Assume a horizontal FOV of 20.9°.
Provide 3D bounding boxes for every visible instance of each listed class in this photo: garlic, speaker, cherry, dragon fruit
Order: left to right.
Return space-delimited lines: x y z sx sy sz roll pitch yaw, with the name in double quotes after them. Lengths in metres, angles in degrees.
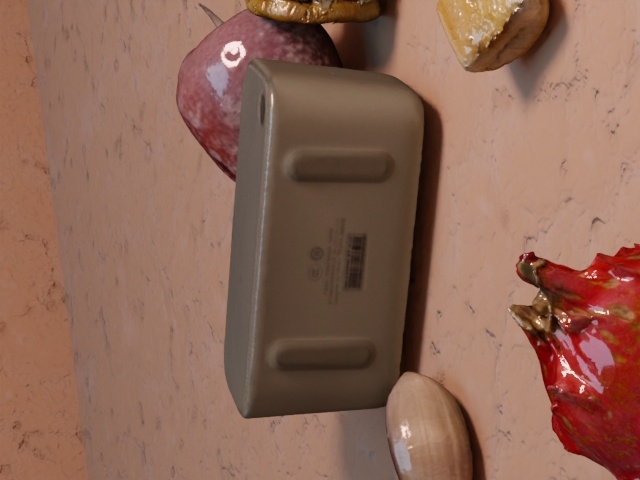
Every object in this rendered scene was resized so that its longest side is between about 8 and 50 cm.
-0.070 -0.186 2.162 0.285 0.213 0.236 59 -175 10 "cherry"
0.000 0.000 2.013 0.183 0.184 0.406 -128 41 -69 "speaker"
0.112 0.216 1.929 0.128 0.090 0.198 84 168 -56 "garlic"
0.263 0.095 1.342 0.210 0.268 0.205 -66 14 -17 "dragon fruit"

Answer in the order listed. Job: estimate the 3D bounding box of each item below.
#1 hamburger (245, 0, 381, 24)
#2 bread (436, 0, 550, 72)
0.000 -0.319 2.052 0.185 0.177 0.113 10 105 23 "hamburger"
0.178 -0.234 1.739 0.125 0.082 0.106 -51 55 43 "bread"
